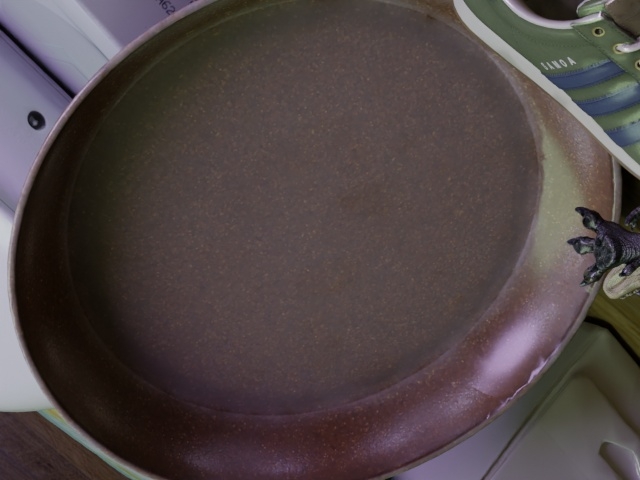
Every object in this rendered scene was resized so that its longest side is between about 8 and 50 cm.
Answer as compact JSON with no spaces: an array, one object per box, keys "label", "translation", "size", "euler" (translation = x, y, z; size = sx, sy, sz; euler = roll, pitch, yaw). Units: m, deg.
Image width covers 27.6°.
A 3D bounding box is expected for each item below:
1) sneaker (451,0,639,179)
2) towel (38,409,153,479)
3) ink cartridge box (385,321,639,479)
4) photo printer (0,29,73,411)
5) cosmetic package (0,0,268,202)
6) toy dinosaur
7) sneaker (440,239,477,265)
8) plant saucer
[{"label":"sneaker","translation":[0.126,-0.076,0.503],"size":[0.192,0.064,0.086],"euler":[38,171,19]},{"label":"towel","translation":[-0.062,0.194,1.059],"size":[0.320,0.090,0.374],"euler":[25,163,23]},{"label":"ink cartridge box","translation":[0.139,0.157,0.990],"size":[0.171,0.168,0.233],"euler":[46,165,-24]},{"label":"photo printer","translation":[-0.227,-0.013,0.801],"size":[0.256,0.107,0.307],"euler":[-20,123,44]},{"label":"cosmetic package","translation":[-0.112,-0.158,0.714],"size":[0.225,0.138,0.224],"euler":[19,155,52]},{"label":"toy dinosaur","translation":[0.187,0.009,0.562],"size":[0.268,0.118,0.064],"euler":[4,103,63]},{"label":"sneaker","translation":[0.058,-0.029,0.834],"size":[0.115,0.090,0.232],"euler":[61,171,3]},{"label":"plant saucer","translation":[0.000,0.000,0.658],"size":[0.310,0.310,0.050],"euler":[49,-170,-34]}]
